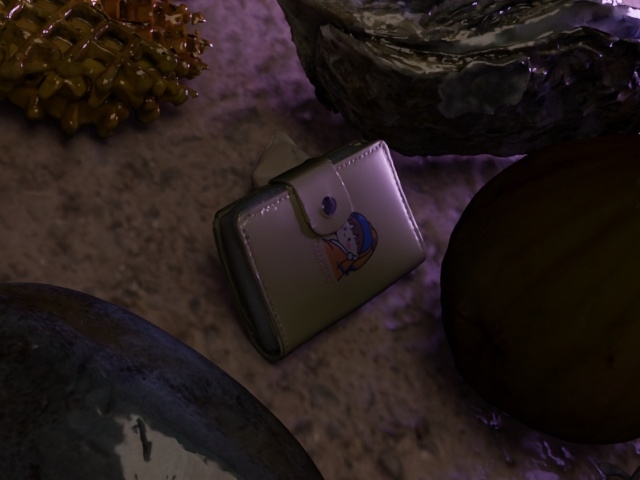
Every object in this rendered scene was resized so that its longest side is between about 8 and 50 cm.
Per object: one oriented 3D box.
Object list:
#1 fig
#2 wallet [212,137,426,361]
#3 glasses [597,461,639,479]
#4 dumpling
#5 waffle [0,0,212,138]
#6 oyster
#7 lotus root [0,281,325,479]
[{"bbox_3d":[0.219,0.000,0.744,0.217,0.321,0.217,13,55,-19],"label":"fig"},{"bbox_3d":[0.000,0.000,0.806,0.155,0.039,0.110,-31,107,-40],"label":"wallet"},{"bbox_3d":[0.240,0.158,0.785,0.104,0.140,0.062,6,39,13],"label":"glasses"},{"bbox_3d":[-0.022,-0.039,0.852,0.052,0.057,0.076,-37,44,-4],"label":"dumpling"},{"bbox_3d":[-0.179,-0.165,0.850,0.197,0.070,0.193,-25,68,-37],"label":"waffle"},{"bbox_3d":[0.130,-0.140,0.913,0.351,0.162,0.158,7,32,-23],"label":"oyster"},{"bbox_3d":[-0.124,0.107,0.620,0.322,0.140,0.158,38,48,9],"label":"lotus root"}]
